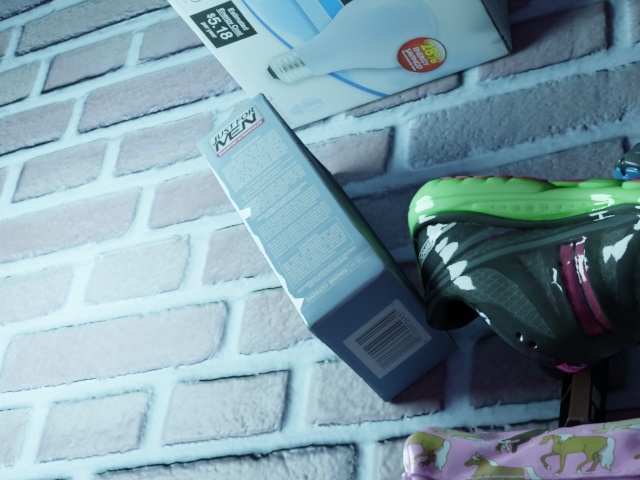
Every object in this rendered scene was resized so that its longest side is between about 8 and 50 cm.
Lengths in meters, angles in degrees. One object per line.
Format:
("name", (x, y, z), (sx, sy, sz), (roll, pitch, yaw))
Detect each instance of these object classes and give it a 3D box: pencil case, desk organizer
("pencil case", (0.269, 0.231, 1.116), (0.386, 0.160, 0.167), (-10, 29, 26))
("desk organizer", (0.270, 0.141, 1.277), (0.050, 0.047, 0.130), (-9, 52, 31))

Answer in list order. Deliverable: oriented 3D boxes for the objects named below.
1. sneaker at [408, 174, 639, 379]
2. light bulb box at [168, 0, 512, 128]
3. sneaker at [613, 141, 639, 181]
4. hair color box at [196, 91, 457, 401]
("sneaker", (0.287, 0.040, 1.191), (0.482, 0.185, 0.202), (5, 93, 50))
("light bulb box", (0.021, -0.375, 1.619), (0.361, 0.358, 0.225), (-17, 51, 24))
("sneaker", (0.470, -0.056, 1.243), (0.340, 0.125, 0.139), (29, 66, 40))
("hair color box", (0.000, 0.000, 1.465), (0.113, 0.185, 0.374), (-38, 44, 5))
